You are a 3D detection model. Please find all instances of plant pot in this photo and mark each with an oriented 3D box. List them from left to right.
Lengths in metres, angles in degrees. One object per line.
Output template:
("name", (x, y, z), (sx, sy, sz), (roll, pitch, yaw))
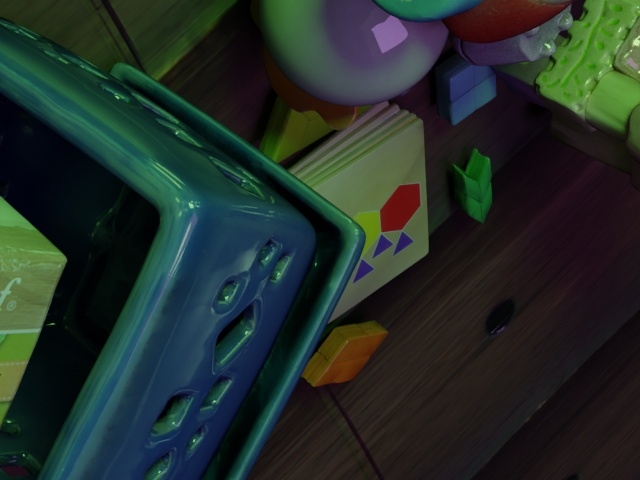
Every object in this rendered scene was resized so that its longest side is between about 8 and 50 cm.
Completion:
("plant pot", (-0.126, 0.028, 0.952), (0.212, 0.236, 0.236), (4, 117, -56))

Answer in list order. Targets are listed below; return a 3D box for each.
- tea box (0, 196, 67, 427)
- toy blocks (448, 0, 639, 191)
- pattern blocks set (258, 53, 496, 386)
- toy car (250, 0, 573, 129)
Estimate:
("tea box", (-0.341, 0.086, 0.763), (0.329, 0.220, 0.324), (0, 120, -48))
("toy blocks", (0.273, -0.168, 1.175), (0.289, 0.260, 0.309), (-58, 145, -1))
("pattern blocks set", (0.000, 0.000, 1.241), (0.324, 0.026, 0.285), (-27, 138, -31))
("toy car", (0.024, -0.169, 1.027), (0.238, 0.210, 0.219), (-41, 171, 37))
